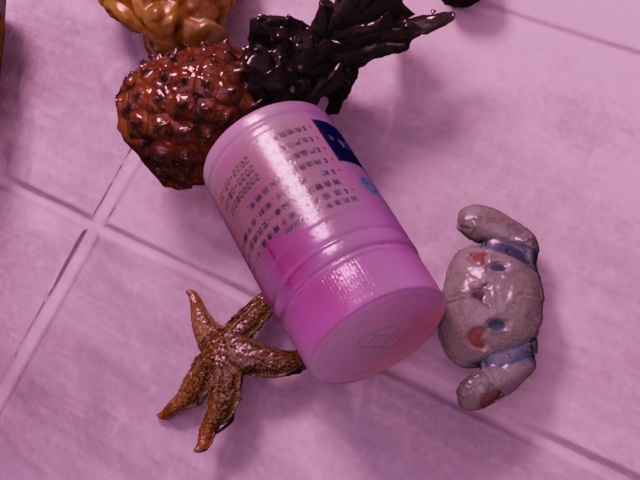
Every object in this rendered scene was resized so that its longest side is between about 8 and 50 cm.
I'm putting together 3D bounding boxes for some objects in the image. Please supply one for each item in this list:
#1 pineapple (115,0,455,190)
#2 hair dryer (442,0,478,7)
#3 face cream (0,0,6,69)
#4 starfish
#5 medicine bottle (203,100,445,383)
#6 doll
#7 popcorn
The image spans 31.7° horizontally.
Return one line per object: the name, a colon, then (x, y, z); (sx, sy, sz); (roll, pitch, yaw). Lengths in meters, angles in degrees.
pineapple: (-0.034, -0.181, 1.192); (0.365, 0.165, 0.165); (-25, 66, 12)
hair dryer: (0.007, -0.389, 1.248); (0.341, 0.123, 0.312); (-10, 77, -2)
face cream: (-0.487, -0.236, 1.328); (0.218, 0.218, 0.179); (-6, 71, 16)
starfish: (-0.100, 0.112, 1.178); (0.208, 0.053, 0.176); (-42, 51, -4)
medicine bottle: (0.000, 0.000, 1.111); (0.152, 0.152, 0.254); (-34, 59, 4)
doll: (0.165, 0.063, 1.096); (0.104, 0.071, 0.214); (1, 66, 12)
popcorn: (-0.174, -0.298, 1.296); (0.163, 0.140, 0.194); (-38, 66, 8)
